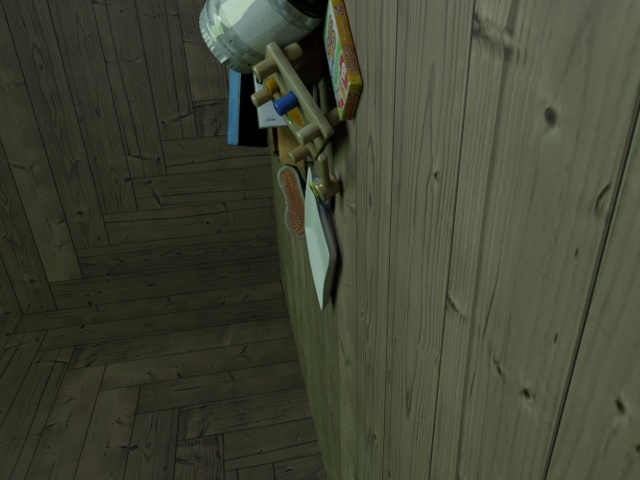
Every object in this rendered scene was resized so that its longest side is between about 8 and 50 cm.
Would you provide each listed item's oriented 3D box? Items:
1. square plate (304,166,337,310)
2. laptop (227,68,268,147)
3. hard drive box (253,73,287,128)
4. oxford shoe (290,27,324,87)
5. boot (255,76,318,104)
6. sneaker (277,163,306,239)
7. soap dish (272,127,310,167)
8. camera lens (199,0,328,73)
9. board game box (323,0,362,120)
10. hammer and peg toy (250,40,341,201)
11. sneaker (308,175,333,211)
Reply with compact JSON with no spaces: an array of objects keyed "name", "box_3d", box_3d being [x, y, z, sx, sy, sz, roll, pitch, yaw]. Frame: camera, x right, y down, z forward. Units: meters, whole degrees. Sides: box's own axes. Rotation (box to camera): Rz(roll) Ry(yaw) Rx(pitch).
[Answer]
[{"name":"square plate","box_3d":[0.000,0.000,1.610,0.347,0.049,0.344,97,165,-56]},{"name":"laptop","box_3d":[-0.314,-0.541,1.830,0.408,0.236,0.382,-33,-53,-73]},{"name":"hard drive box","box_3d":[-0.116,-0.475,1.566,0.089,0.181,0.232,-132,37,-76]},{"name":"oxford shoe","box_3d":[-0.057,-0.606,1.379,0.146,0.140,0.397,-10,-98,-58]},{"name":"boot","box_3d":[-0.102,-0.459,1.482,0.085,0.178,0.237,-157,61,-80]},{"name":"sneaker","box_3d":[-0.088,-0.158,1.941,0.121,0.108,0.302,-68,-30,-66]},{"name":"soap dish","box_3d":[-0.113,-0.390,1.812,0.291,0.118,0.229,-127,32,-73]},{"name":"camera lens","box_3d":[-0.134,-0.560,1.206,0.274,0.219,0.220,-22,71,41]},{"name":"board game box","box_3d":[0.043,-0.404,1.080,0.124,0.039,0.260,107,157,-68]},{"name":"hammer and peg toy","box_3d":[-0.031,-0.291,1.245,0.361,0.127,0.266,56,170,0]},{"name":"sneaker","box_3d":[0.015,-0.133,1.425,0.053,0.059,0.144,47,172,29]}]
